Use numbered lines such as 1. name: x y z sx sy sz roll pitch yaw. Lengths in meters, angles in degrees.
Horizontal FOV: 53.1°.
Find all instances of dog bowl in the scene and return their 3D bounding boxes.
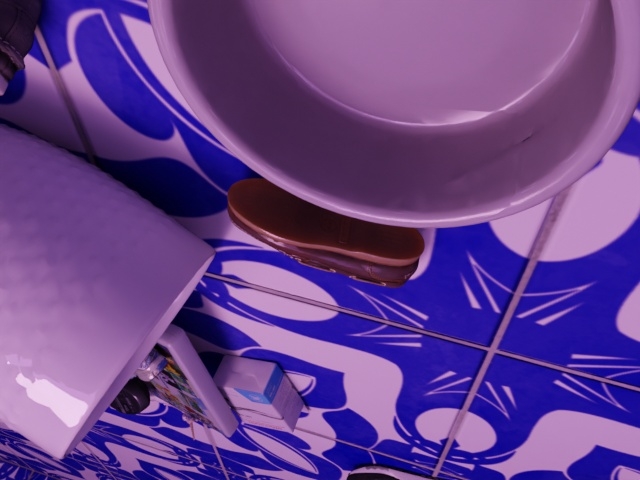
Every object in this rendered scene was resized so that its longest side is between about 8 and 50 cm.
1. dog bowl: 0.047 -0.141 0.421 0.349 0.102 0.348 14 146 10

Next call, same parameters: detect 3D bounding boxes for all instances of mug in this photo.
1. mug: -0.334 0.031 0.744 0.328 0.276 0.374 36 171 -4

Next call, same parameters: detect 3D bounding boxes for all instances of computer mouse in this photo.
1. computer mouse: -0.393 0.267 1.158 0.242 0.041 0.071 1 122 32

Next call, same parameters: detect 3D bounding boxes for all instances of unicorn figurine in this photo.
1. unicorn figurine: -0.309 0.315 1.282 0.162 0.060 0.111 24 150 26

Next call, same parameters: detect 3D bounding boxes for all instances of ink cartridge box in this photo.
1. ink cartridge box: -0.098 0.272 1.096 0.104 0.060 0.180 3 142 26

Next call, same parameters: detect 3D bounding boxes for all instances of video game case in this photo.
1. video game case: -0.297 0.183 1.050 0.300 0.036 0.329 21 148 24

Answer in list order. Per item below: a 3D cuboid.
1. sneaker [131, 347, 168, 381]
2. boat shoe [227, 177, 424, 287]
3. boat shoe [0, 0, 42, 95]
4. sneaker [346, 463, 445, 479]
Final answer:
1. sneaker: -0.270 0.163 0.916 0.135 0.052 0.058 -13 116 44
2. boat shoe: 0.000 0.000 0.662 0.207 0.073 0.073 20 144 2
3. boat shoe: -0.402 -0.236 0.557 0.335 0.095 0.112 26 170 0
4. sneaker: 0.169 0.524 1.244 0.284 0.124 0.107 1 140 28
